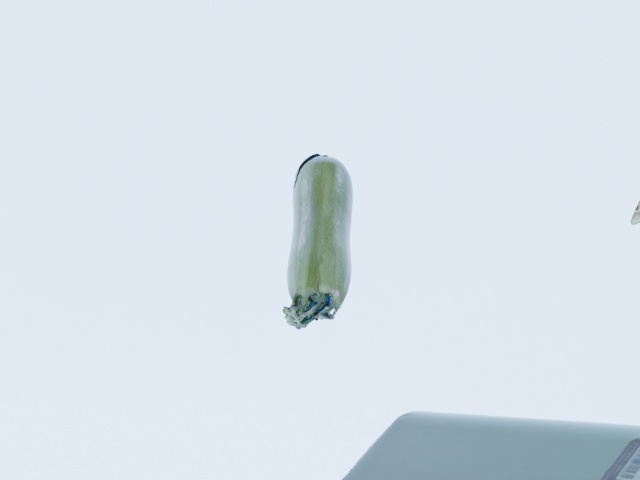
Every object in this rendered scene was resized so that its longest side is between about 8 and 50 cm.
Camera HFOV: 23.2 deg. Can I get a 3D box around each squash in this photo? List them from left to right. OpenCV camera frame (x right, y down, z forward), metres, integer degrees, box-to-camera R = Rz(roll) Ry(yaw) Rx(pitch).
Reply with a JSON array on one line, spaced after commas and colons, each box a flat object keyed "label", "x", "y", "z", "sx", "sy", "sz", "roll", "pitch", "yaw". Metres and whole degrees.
[{"label": "squash", "x": 0.000, "y": 0.000, "z": 1.218, "sx": 0.052, "sy": 0.183, "sz": 0.052, "roll": 1, "pitch": -46, "yaw": 1}]

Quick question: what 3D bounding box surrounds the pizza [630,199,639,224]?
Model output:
[{"label": "pizza", "x": 0.123, "y": -0.035, "z": 0.484, "sx": 0.016, "sy": 0.037, "sz": 0.083, "roll": 29, "pitch": -63, "yaw": -11}]

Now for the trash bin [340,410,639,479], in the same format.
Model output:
[{"label": "trash bin", "x": 0.164, "y": 0.210, "z": 0.783, "sx": 0.343, "sy": 0.158, "sz": 0.223, "roll": 0, "pitch": -52, "yaw": 50}]
